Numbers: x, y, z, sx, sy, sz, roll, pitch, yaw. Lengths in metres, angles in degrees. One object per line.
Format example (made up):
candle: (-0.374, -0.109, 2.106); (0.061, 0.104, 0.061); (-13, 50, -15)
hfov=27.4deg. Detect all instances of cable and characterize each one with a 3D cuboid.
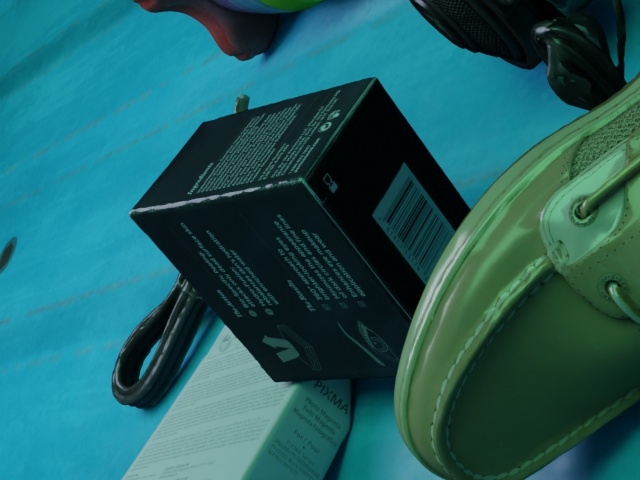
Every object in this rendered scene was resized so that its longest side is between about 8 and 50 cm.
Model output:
cable: (-0.080, 0.022, 1.089); (0.139, 0.072, 0.287); (30, 104, 46)

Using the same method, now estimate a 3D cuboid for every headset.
headset: (0.165, -0.183, 0.792); (0.243, 0.185, 0.394); (-39, 19, 30)

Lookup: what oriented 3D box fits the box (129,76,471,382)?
box: (0.000, 0.000, 0.785); (0.158, 0.156, 0.093); (-9, 39, 45)

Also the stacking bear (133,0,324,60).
stacking bear: (-0.011, -0.273, 1.124); (0.289, 0.175, 0.164); (-3, 68, 48)

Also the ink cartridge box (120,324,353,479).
ink cartridge box: (-0.038, 0.110, 0.931); (0.189, 0.066, 0.232); (-22, 25, 51)

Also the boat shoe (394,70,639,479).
boat shoe: (0.161, -0.004, 0.595); (0.341, 0.121, 0.110); (-52, 28, 14)
